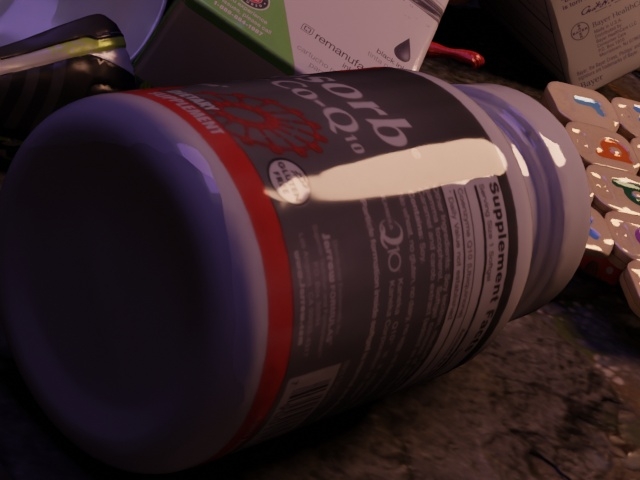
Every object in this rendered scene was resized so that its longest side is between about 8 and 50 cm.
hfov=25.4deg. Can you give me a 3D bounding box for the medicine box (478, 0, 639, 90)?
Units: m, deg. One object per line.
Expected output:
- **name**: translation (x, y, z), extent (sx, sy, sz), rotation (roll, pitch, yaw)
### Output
- **medicine box**: translation (0.267, -0.359, 1.631), extent (0.149, 0.289, 0.263), rotation (-26, 39, -5)

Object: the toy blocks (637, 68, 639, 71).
- **toy blocks**: translation (0.367, -0.251, 1.778), extent (0.123, 0.054, 0.148), rotation (3, 31, -31)

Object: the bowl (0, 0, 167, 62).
- **bowl**: translation (-0.278, -0.249, 1.176), extent (0.297, 0.298, 0.134), rotation (-6, -6, -41)

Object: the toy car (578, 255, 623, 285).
- **toy car**: translation (0.285, -0.039, 1.322), extent (0.239, 0.053, 0.225), rotation (1, 32, -33)

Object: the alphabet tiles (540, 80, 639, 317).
- **alphabet tiles**: translation (0.284, -0.029, 1.221), extent (0.278, 0.021, 0.284), rotation (10, 42, -23)

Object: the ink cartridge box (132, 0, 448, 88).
- **ink cartridge box**: translation (-0.008, -0.200, 1.210), extent (0.198, 0.115, 0.273), rotation (33, 48, -11)

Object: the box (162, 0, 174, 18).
- **box**: translation (-0.144, -0.290, 1.462), extent (0.395, 0.097, 0.318), rotation (32, 31, 24)

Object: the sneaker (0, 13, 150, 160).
- **sneaker**: translation (-0.225, -0.091, 1.043), extent (0.234, 0.097, 0.084), rotation (-27, 8, -31)

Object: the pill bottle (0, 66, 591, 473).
- **pill bottle**: translation (0.000, 0.000, 0.884), extent (0.210, 0.210, 0.363), rotation (37, 31, 30)

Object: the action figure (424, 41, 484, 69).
- **action figure**: translation (0.119, -0.123, 1.330), extent (0.139, 0.091, 0.280), rotation (-6, 36, -26)

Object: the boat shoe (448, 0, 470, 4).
- **boat shoe**: translation (0.103, -0.329, 1.683), extent (0.123, 0.116, 0.324), rotation (0, 11, -13)
